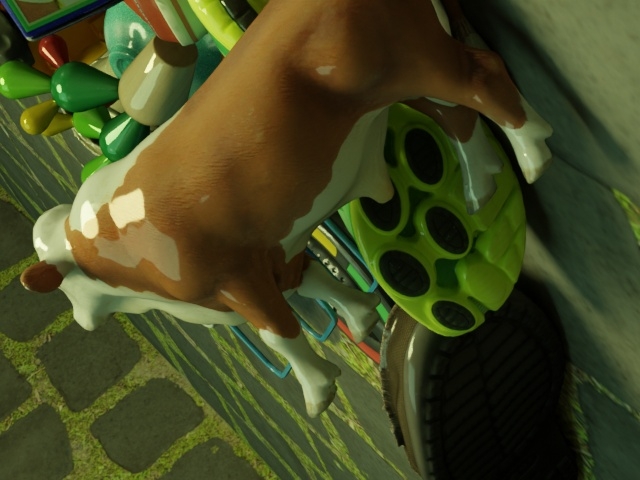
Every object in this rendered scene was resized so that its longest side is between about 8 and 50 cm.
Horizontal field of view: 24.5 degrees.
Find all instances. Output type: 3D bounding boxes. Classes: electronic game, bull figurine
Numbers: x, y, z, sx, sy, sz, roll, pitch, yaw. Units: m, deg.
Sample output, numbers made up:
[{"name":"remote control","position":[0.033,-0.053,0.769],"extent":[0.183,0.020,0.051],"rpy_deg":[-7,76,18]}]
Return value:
[{"name":"electronic game","position":[0.020,0.038,1.327],"extent":[0.229,0.048,0.229],"rpy_deg":[47,166,15]},{"name":"bull figurine","position":[-0.023,-0.026,0.810],"extent":[0.188,0.310,0.101],"rpy_deg":[40,-157,-6]}]

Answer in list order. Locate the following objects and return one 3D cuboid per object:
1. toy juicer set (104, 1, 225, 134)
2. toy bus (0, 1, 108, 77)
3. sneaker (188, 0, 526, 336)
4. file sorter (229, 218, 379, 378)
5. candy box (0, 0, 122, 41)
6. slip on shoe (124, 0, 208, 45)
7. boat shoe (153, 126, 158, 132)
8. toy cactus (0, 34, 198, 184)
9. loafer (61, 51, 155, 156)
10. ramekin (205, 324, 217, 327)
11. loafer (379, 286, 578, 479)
[{"name":"toy juicer set","position":[-0.085,-0.131,1.158],"extent":[0.209,0.089,0.329],"rpy_deg":[38,159,-1]},{"name":"toy bus","position":[-0.286,-0.263,1.285],"extent":[0.211,0.149,0.220],"rpy_deg":[31,157,50]},{"name":"sneaker","position":[0.027,-0.077,0.908],"extent":[0.295,0.109,0.123],"rpy_deg":[55,-179,-7]},{"name":"file sorter","position":[0.000,0.000,1.020],"extent":[0.104,0.170,0.118],"rpy_deg":[47,167,6]},{"name":"candy box","position":[-0.159,-0.292,0.660],"extent":[0.317,0.122,0.268],"rpy_deg":[59,-169,-34]},{"name":"slip on shoe","position":[-0.201,-0.235,0.932],"extent":[0.331,0.101,0.123],"rpy_deg":[42,-173,-4]},{"name":"boat shoe","position":[-0.200,-0.085,1.688],"extent":[0.183,0.066,0.066],"rpy_deg":[58,166,-28]},{"name":"toy cactus","position":[-0.127,-0.090,1.083],"extent":[0.219,0.112,0.180],"rpy_deg":[40,140,1]},{"name":"loafer","position":[-0.214,-0.136,1.470],"extent":[0.102,0.092,0.268],"rpy_deg":[52,158,-4]},{"name":"ramekin","position":[-0.140,-0.018,1.579],"extent":[0.207,0.109,0.207],"rpy_deg":[47,167,14]},{"name":"loafer","position":[0.098,0.124,1.105],"extent":[0.130,0.134,0.366],"rpy_deg":[42,165,32]}]
